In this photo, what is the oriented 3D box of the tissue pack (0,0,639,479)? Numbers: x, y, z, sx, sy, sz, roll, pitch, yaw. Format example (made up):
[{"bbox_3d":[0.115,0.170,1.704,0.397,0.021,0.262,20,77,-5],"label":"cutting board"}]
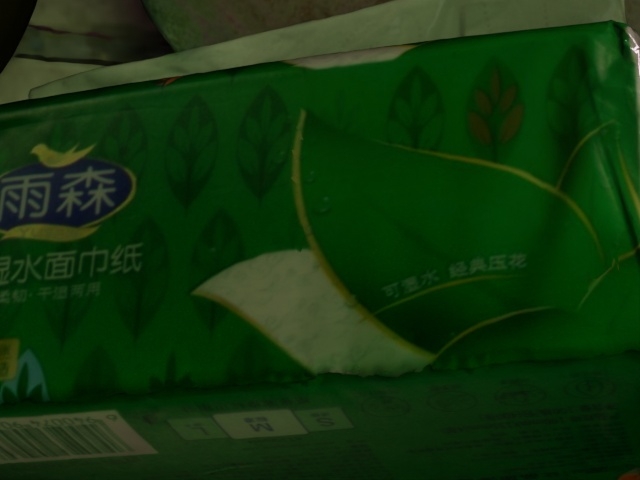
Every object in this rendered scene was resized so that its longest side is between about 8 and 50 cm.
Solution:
[{"bbox_3d":[0.001,0.000,0.445,0.209,0.148,0.156,-7,61,16],"label":"tissue pack"}]

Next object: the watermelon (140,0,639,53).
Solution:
[{"bbox_3d":[0.128,-0.103,0.551,0.222,0.319,0.292,-72,142,-55],"label":"watermelon"}]

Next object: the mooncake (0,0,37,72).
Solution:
[{"bbox_3d":[-0.249,-0.161,0.421,0.378,0.201,0.378,4,77,-17],"label":"mooncake"}]
